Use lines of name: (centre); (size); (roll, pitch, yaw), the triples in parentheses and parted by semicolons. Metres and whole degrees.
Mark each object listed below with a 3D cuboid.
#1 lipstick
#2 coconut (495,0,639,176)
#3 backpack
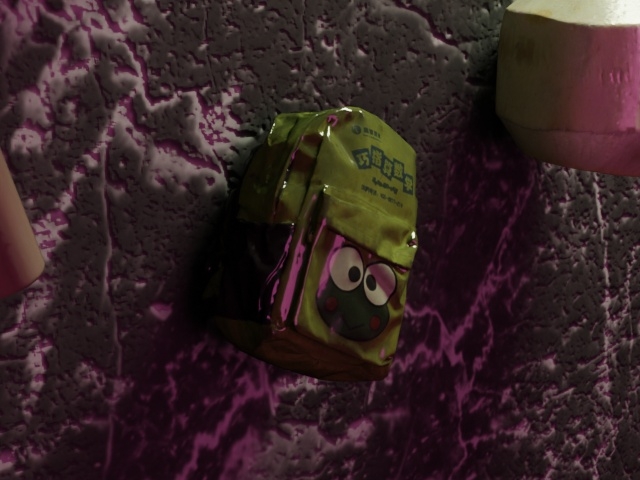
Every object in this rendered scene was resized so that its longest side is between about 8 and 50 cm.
lipstick: (-0.288, -0.077, 1.335); (0.070, 0.070, 0.254); (-38, 124, -35)
coconut: (0.298, -0.189, 1.833); (0.241, 0.241, 0.241); (-12, 107, -45)
backpack: (0.000, 0.000, 1.614); (0.207, 0.140, 0.253); (24, 74, -46)
